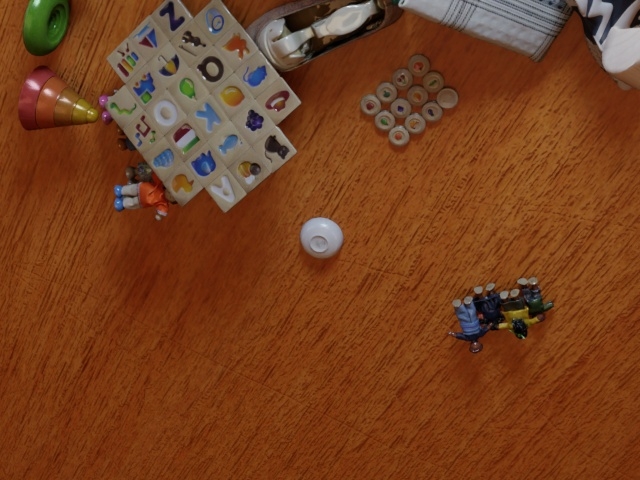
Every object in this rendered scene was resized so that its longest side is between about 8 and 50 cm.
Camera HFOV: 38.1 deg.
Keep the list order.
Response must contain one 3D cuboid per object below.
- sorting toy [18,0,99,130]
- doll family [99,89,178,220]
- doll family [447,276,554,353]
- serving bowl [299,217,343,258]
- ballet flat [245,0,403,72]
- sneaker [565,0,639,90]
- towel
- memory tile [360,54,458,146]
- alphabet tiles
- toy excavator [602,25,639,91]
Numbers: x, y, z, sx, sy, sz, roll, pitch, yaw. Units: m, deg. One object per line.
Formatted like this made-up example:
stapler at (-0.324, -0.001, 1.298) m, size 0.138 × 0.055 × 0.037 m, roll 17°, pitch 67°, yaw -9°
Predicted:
sorting toy at (-0.428, -0.341, 1.593) m, size 0.126 × 0.127 × 0.366 m, roll 19°, pitch 120°, yaw 7°
doll family at (-0.287, -0.171, 1.678) m, size 0.163 × 0.118 × 0.263 m, roll -5°, pitch 98°, yaw 22°
doll family at (0.330, 0.142, 1.709) m, size 0.193 × 0.076 × 0.111 m, roll -9°, pitch 119°, yaw 22°
serving bowl at (0.000, 0.000, 1.732) m, size 0.083 × 0.027 × 0.083 m, roll 5°, pitch 118°, yaw 9°
ballet flat at (-0.015, -0.344, 1.512) m, size 0.316 × 0.106 × 0.107 m, roll -21°, pitch 110°, yaw 22°
sneaker at (0.473, -0.348, 1.404) m, size 0.153 × 0.094 × 0.235 m, roll -32°, pitch 118°, yaw 12°
towel at (0.276, -0.447, 1.365) m, size 0.324 × 0.056 × 0.312 m, roll 18°, pitch 120°, yaw -20°
memory tile at (0.151, -0.236, 1.584) m, size 0.148 × 0.012 × 0.113 m, roll -37°, pitch 104°, yaw 26°
alphabet tiles at (-0.204, -0.230, 1.569) m, size 0.285 × 0.011 × 0.342 m, roll -39°, pitch 86°, yaw 19°
toy excavator at (0.470, -0.437, 1.143) m, size 0.222 × 0.445 × 0.433 m, roll 25°, pitch 121°, yaw -12°
